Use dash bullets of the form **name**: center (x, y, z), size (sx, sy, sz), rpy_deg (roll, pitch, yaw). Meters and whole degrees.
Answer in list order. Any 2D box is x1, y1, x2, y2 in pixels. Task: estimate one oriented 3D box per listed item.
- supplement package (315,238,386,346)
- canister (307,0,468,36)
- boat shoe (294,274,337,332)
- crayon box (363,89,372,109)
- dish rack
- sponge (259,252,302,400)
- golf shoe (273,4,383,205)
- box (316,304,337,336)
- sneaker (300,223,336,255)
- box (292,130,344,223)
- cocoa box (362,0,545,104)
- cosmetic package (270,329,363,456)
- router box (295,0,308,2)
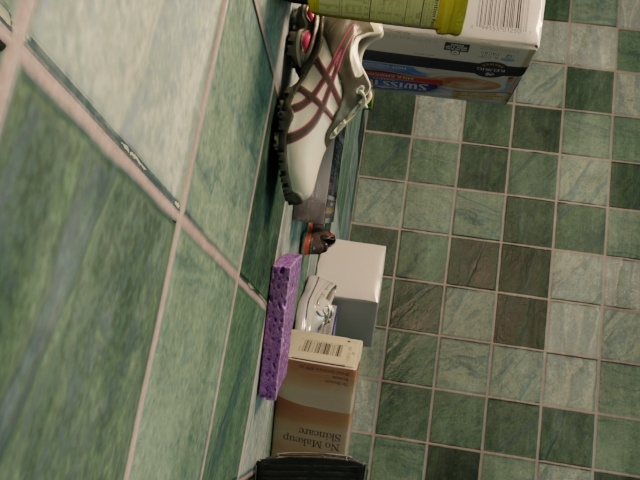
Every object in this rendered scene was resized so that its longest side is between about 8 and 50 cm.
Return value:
- **supplement package**: center (0.077, 0.149, 1.833), size (0.293, 0.175, 0.177), rpy_deg (89, 11, -59)
- **canister**: center (0.077, -0.279, 0.750), size (0.126, 0.170, 0.073), rpy_deg (-68, 166, -72)
- **boat shoe**: center (-0.007, 0.150, 1.446), size (0.226, 0.076, 0.083), rpy_deg (-76, 171, -53)
- **crayon box**: center (0.126, -0.528, 1.877), size (0.165, 0.081, 0.278), rpy_deg (44, 54, -83)
- **dish rack**: center (-0.021, 0.474, 1.115), size (0.074, 0.208, 0.271), rpy_deg (-99, -167, -64)
- **sponge**: center (-0.063, 0.131, 1.042), size (0.117, 0.031, 0.210), rpy_deg (-50, 147, -81)
- **golf shoe**: center (0.007, -0.177, 0.872), size (0.105, 0.120, 0.273), rpy_deg (5, 94, -87)
- **box**: center (-0.002, 0.248, 1.677), size (0.137, 0.072, 0.126), rpy_deg (93, 7, -46)
- **sneaker**: center (0.000, 0.000, 1.357), size (0.158, 0.065, 0.061), rpy_deg (-67, 164, -71)
- **box**: center (0.001, -0.124, 1.227), size (0.231, 0.056, 0.183), rpy_deg (-27, 125, -84)
- **cocoa box**: center (0.172, -0.386, 1.096), size (0.228, 0.347, 0.231), rpy_deg (75, 24, -79)
- **cosmetic package**: center (-0.010, 0.341, 1.296), size (0.129, 0.153, 0.296), rpy_deg (-63, 159, -70)
- **router box**: center (-0.020, -0.326, 0.777), size (0.122, 0.038, 0.092), rpy_deg (-68, 166, -72)
